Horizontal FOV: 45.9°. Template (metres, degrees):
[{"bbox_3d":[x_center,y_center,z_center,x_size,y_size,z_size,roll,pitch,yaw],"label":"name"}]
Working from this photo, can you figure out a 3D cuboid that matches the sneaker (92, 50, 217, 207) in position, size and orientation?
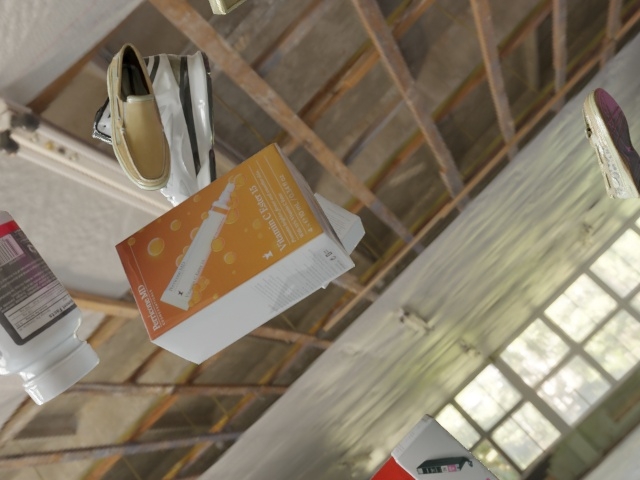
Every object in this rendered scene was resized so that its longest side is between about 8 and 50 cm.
[{"bbox_3d":[-0.362,-0.186,1.666,0.257,0.169,0.447,-4,-71,-9],"label":"sneaker"}]

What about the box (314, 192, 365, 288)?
[{"bbox_3d":[0.000,0.000,1.753,0.170,0.130,0.091,-53,-25,-14],"label":"box"}]

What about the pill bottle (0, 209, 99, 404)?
[{"bbox_3d":[-0.532,0.122,1.320,0.176,0.318,0.176,-32,8,5],"label":"pill bottle"}]

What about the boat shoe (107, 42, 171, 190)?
[{"bbox_3d":[-0.227,-0.156,0.935,0.068,0.190,0.072,-13,-17,-26],"label":"boat shoe"}]

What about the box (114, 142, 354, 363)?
[{"bbox_3d":[-0.152,0.027,1.344,0.345,0.215,0.168,-33,-30,6],"label":"box"}]

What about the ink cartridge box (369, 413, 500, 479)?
[{"bbox_3d":[0.261,0.567,1.687,0.239,0.275,0.060,-47,7,-7],"label":"ink cartridge box"}]

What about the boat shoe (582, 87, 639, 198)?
[{"bbox_3d":[0.645,-0.207,1.697,0.089,0.285,0.104,-8,31,46],"label":"boat shoe"}]

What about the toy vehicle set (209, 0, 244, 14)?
[{"bbox_3d":[-0.180,-0.593,1.442,0.166,0.035,0.267,-46,-43,-33],"label":"toy vehicle set"}]
